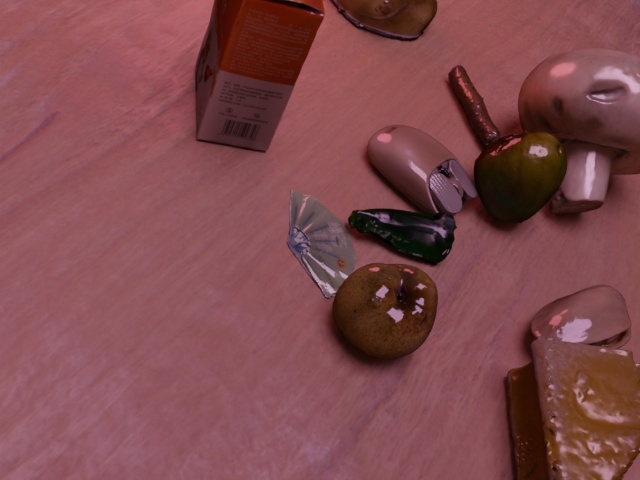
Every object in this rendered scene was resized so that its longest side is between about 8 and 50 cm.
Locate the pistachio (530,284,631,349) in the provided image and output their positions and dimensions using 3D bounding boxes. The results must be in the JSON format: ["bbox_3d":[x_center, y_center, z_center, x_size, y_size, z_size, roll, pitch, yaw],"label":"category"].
[{"bbox_3d":[0.475,0.157,1.400,0.223,0.126,0.152,-27,35,-33],"label":"pistachio"}]

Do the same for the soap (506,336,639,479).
[{"bbox_3d":[0.464,0.348,1.208,0.305,0.169,0.338,10,50,-5],"label":"soap"}]

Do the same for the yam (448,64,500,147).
[{"bbox_3d":[0.351,-0.306,1.758,0.057,0.056,0.241,1,52,-24],"label":"yam"}]

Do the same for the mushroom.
[{"bbox_3d":[0.611,-0.248,1.665,0.325,0.353,0.353,-12,58,-14],"label":"mushroom"}]

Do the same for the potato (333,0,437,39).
[{"bbox_3d":[0.158,-0.641,1.850,0.300,0.196,0.246,42,49,8],"label":"potato"}]

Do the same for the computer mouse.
[{"bbox_3d":[0.202,-0.146,1.543,0.236,0.082,0.145,44,48,14],"label":"computer mouse"}]

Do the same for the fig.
[{"bbox_3d":[0.398,-0.129,1.553,0.181,0.191,0.181,8,11,-2],"label":"fig"}]

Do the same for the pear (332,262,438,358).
[{"bbox_3d":[0.106,0.111,1.250,0.167,0.136,0.167,7,69,-19],"label":"pear"}]

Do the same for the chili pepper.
[{"bbox_3d":[0.153,-0.019,1.431,0.216,0.062,0.108,7,51,-18],"label":"chili pepper"}]

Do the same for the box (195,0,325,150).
[{"bbox_3d":[-0.119,-0.360,1.386,0.144,0.341,0.224,8,51,-20],"label":"box"}]

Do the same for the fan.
[{"bbox_3d":[0.000,0.000,1.380,0.131,0.009,0.240,-1,54,-28],"label":"fan"}]
